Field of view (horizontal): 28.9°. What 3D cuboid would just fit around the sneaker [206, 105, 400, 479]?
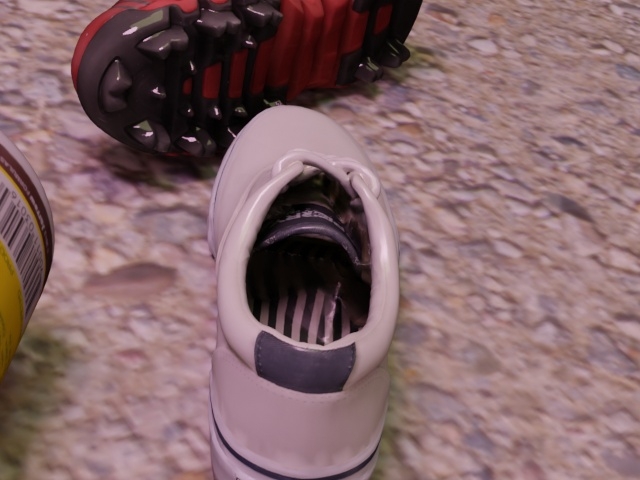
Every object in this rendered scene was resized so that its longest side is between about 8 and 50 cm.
[{"bbox_3d":[0.000,0.000,0.538,0.094,0.091,0.258,8,35,-10],"label":"sneaker"}]

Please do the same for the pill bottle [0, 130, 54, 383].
[{"bbox_3d":[-0.165,0.045,0.390,0.117,0.117,0.215,13,34,-3],"label":"pill bottle"}]

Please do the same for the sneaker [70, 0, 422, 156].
[{"bbox_3d":[-0.055,-0.126,0.693,0.135,0.097,0.276,31,35,21],"label":"sneaker"}]
